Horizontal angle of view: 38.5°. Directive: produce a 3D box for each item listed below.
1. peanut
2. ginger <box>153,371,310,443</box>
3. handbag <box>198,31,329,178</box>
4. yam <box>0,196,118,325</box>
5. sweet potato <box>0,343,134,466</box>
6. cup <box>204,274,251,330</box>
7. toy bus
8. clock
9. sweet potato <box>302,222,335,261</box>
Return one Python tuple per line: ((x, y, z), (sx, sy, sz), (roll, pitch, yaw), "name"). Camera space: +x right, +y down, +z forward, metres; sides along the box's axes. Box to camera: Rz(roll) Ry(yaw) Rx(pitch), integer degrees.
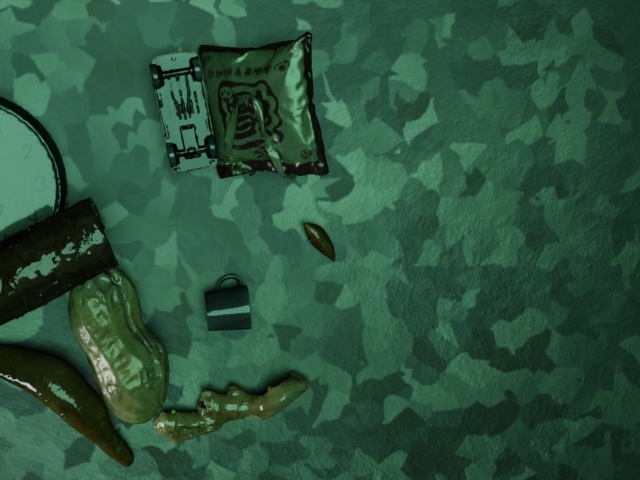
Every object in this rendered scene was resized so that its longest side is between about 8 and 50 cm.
((-0.338, 0.175, 1.546), (0.130, 0.130, 0.290), (-24, 103, -7), "peanut")
((-0.155, 0.293, 1.640), (0.288, 0.075, 0.089), (-18, 98, -4), "ginger")
((-0.094, -0.219, 1.523), (0.212, 0.127, 0.235), (-1, 110, 22), "handbag")
((-0.453, 0.046, 1.441), (0.279, 0.131, 0.131), (-28, 104, -5), "yam")
((-0.433, 0.266, 1.562), (0.346, 0.108, 0.079), (44, 54, -15), "sweet potato")
((-0.163, 0.109, 1.605), (0.077, 0.078, 0.100), (-5, 67, -7), "cup")
((-0.228, -0.214, 1.522), (0.083, 0.088, 0.195), (-11, 104, -9), "toy bus")
((-0.569, -0.086, 1.485), (0.312, 0.061, 0.313), (-2, 101, -11), "clock")
((0.000, 0.000, 1.637), (0.034, 0.034, 0.095), (-39, 116, -3), "sweet potato")
